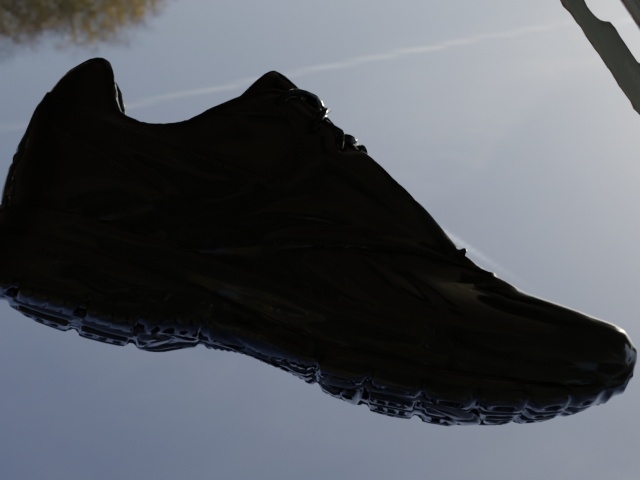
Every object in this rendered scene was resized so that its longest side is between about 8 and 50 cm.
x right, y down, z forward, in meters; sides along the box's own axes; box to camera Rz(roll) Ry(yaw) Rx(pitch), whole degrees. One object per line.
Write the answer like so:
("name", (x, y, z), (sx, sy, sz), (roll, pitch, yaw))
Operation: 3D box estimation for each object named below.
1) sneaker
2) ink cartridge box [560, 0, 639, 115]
("sneaker", (0.000, 0.000, 0.546), (0.286, 0.130, 0.109), (16, 167, -3))
("ink cartridge box", (0.162, -0.229, 0.833), (0.091, 0.308, 0.385), (-21, -148, 36))
